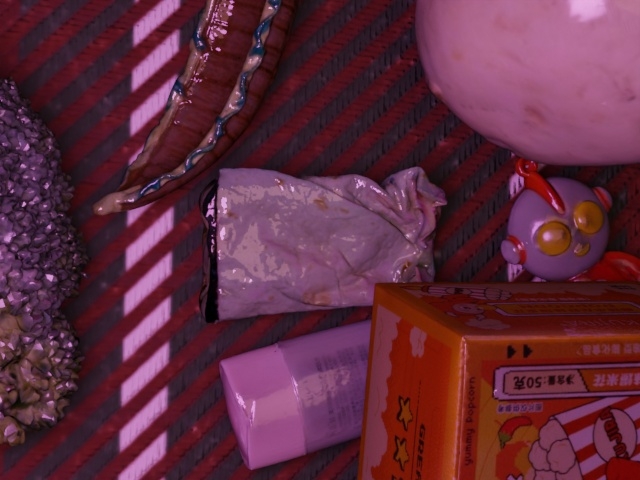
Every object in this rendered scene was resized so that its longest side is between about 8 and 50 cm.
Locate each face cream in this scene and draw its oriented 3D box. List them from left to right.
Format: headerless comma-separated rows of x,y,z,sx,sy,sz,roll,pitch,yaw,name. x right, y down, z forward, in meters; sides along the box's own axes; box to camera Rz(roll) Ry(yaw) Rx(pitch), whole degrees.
0.044,0.126,1.436,0.269,0.073,0.107,-16,88,-14,face cream

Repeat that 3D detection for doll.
0.252,0.027,1.493,0.142,0.076,0.245,-29,99,-14,doll

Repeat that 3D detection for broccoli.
-0.404,-0.024,1.289,0.397,0.275,0.353,1,69,6,broccoli

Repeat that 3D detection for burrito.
0.000,0.000,1.427,0.228,0.089,0.144,-2,102,-13,burrito

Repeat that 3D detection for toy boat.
-0.104,-0.137,1.400,0.099,0.108,0.293,30,86,-43,toy boat

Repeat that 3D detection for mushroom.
0.251,-0.240,1.408,0.314,0.314,0.336,26,58,-11,mushroom

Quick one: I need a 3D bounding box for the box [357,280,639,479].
0.199,0.181,1.344,0.283,0.214,0.260,0,103,-21,box
